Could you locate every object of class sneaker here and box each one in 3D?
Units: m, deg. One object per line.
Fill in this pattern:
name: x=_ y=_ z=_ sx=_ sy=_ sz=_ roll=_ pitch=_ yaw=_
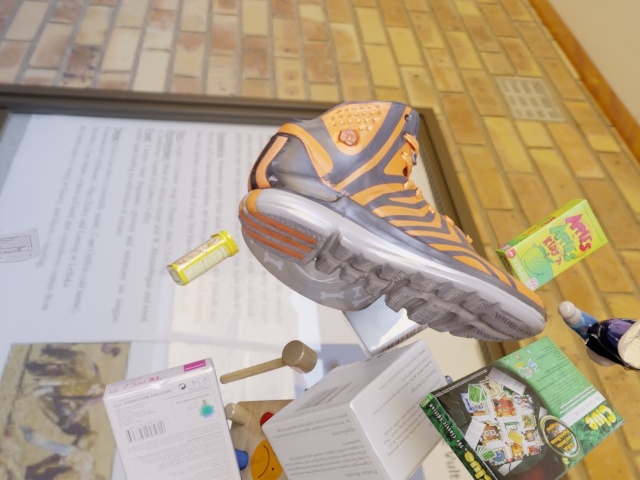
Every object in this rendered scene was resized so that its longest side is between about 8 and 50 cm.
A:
sneaker: x=0.094 y=-0.031 z=0.625 sx=0.124 sy=0.321 sz=0.180 roll=-41 pitch=-155 yaw=60

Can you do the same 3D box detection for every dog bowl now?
dog bowl: x=0.000 y=0.000 z=1.247 sx=0.102 sy=0.348 sz=0.349 roll=-56 pitch=-158 yaw=21

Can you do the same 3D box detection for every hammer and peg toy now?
hammer and peg toy: x=-0.097 y=0.402 z=1.315 sx=0.265 sy=0.127 sz=0.362 roll=-14 pitch=-125 yaw=36

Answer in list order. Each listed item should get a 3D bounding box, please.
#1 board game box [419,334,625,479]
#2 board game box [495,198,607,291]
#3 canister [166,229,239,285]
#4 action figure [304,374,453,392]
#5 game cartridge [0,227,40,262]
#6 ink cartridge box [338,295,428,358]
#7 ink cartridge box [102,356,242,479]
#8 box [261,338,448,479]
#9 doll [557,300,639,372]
board game box: x=0.231 y=0.192 z=0.704 sx=0.136 sy=0.259 sz=0.030 roll=51 pitch=-52 yaw=27
board game box: x=0.423 y=0.010 z=1.168 sx=0.092 sy=0.181 sz=0.043 roll=59 pitch=-5 yaw=-9
canister: x=-0.314 y=0.048 z=1.688 sx=0.073 sy=0.169 sz=0.126 roll=59 pitch=-23 yaw=-10
action figure: x=0.115 y=0.348 z=1.296 sx=0.179 sy=0.330 sz=0.341 roll=57 pitch=34 yaw=-5
game cartridge: x=-0.533 y=0.010 z=1.108 sx=0.017 sy=0.083 sz=0.056 roll=-3 pitch=-85 yaw=57
ink cartridge box: x=0.140 y=0.026 z=1.423 sx=0.385 sy=0.308 sz=0.091 roll=57 pitch=-8 yaw=22
ink cartridge box: x=-0.242 y=0.374 z=1.105 sx=0.065 sy=0.185 sz=0.311 roll=-142 pitch=-140 yaw=-74
box: x=0.056 y=0.239 z=0.847 sx=0.181 sy=0.182 sz=0.119 roll=-28 pitch=-91 yaw=42
doll: x=0.266 y=0.090 z=0.554 sx=0.046 sy=0.129 sz=0.189 roll=-63 pitch=166 yaw=-2
